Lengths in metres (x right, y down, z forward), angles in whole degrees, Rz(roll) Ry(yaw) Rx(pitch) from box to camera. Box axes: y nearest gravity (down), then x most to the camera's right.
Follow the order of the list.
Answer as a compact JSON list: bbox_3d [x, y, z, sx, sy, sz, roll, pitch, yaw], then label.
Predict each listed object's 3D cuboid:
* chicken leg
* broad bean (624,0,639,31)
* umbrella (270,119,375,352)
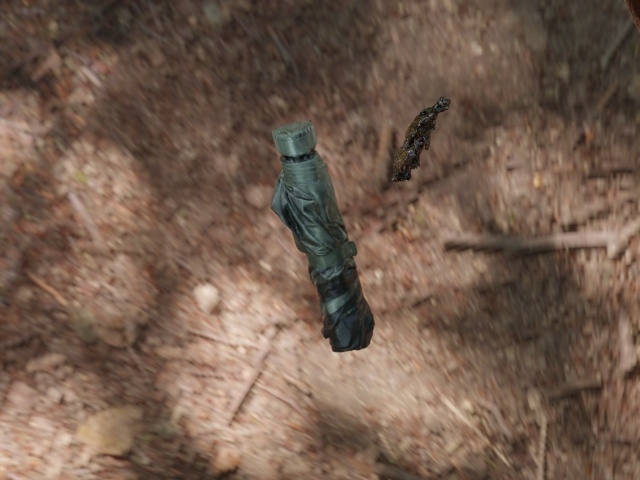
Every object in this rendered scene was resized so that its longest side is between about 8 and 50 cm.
[{"bbox_3d":[0.079,-0.084,1.520,0.021,0.036,0.083,27,109,-10],"label":"chicken leg"},{"bbox_3d":[0.330,-0.203,1.636,0.165,0.084,0.114,39,117,6],"label":"broad bean"},{"bbox_3d":[0.000,0.000,1.454,0.050,0.046,0.188,-31,116,-35],"label":"umbrella"}]
